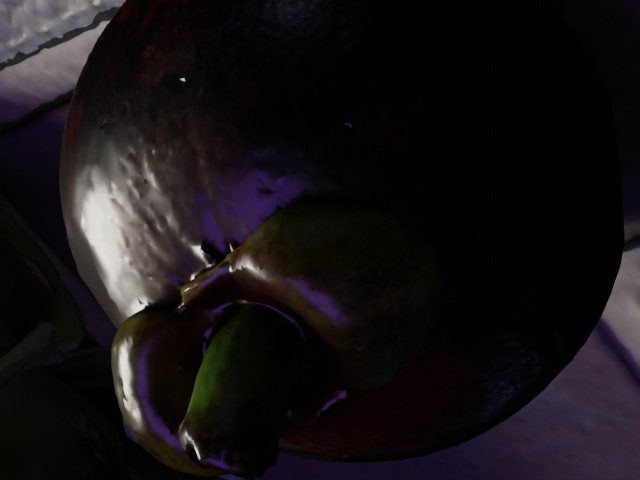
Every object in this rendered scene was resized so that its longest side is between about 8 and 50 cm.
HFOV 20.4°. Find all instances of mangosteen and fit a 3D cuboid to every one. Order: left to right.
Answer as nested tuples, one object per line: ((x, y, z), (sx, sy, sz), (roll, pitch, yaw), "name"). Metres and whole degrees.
((-0.001, -0.006, 0.653), (0.216, 0.216, 0.216), (25, 146, 19), "mangosteen")

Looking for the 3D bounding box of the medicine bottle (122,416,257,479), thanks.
((-0.068, 0.105, 1.006), (0.083, 0.047, 0.047), (15, 141, 33), "medicine bottle")

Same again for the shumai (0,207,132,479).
((-0.280, 0.098, 1.000), (0.395, 0.395, 0.348), (20, 120, 26), "shumai")
